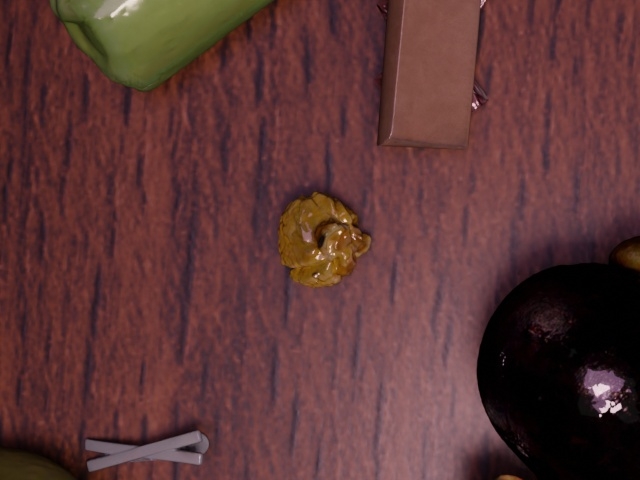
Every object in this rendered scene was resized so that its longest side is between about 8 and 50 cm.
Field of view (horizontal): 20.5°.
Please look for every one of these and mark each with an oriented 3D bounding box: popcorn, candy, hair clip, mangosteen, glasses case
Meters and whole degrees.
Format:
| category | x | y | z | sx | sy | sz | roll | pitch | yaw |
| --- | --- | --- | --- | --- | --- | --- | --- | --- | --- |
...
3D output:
| category | x | y | z | sx | sy | sz | roll | pitch | yaw |
| --- | --- | --- | --- | --- | --- | --- | --- | --- | --- |
| popcorn | 0.000 | 0.000 | 1.519 | 0.084 | 0.084 | 0.084 | 0 | 90 | 6 |
| candy | -0.073 | -0.270 | 1.499 | 0.343 | 0.132 | 0.142 | -39 | 76 | 5 |
| hair clip | -0.152 | 0.186 | 1.563 | 0.115 | 0.039 | 0.030 | -5 | 81 | 17 |
| mangosteen | 0.250 | 0.093 | 1.438 | 0.211 | 0.211 | 0.250 | 42 | 83 | 4 |
| glasses case | 0.098 | -0.172 | 1.523 | 0.102 | 0.070 | 0.194 | 5 | 89 | -22 |

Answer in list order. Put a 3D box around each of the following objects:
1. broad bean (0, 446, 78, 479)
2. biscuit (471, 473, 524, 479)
| category | x | y | z | sx | sy | sz | roll | pitch | yaw |
| --- | --- | --- | --- | --- | --- | --- | --- | --- | --- |
| broad bean | -0.304 | 0.286 | 1.507 | 0.291 | 0.119 | 0.238 | 8 | 63 | 21 |
| biscuit | 0.207 | 0.260 | 1.467 | 0.225 | 0.166 | 0.036 | 27 | 55 | -8 |
